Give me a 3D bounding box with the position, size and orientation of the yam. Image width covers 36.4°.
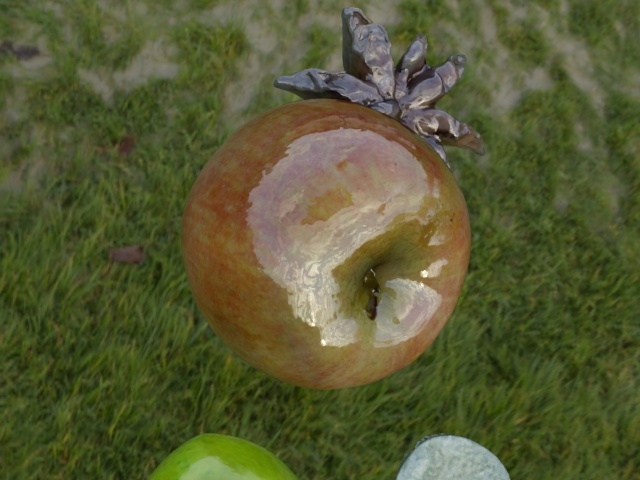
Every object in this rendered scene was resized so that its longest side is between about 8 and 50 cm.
[{"bbox_3d":[0.110,0.213,0.838,0.093,0.259,0.093,-1,78,5],"label":"yam"}]

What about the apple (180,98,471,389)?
[{"bbox_3d":[0.000,0.000,0.649,0.188,0.188,0.174,-23,30,-28],"label":"apple"}]

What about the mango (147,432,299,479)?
[{"bbox_3d":[-0.064,0.257,0.547,0.149,0.185,0.272,6,63,26],"label":"mango"}]

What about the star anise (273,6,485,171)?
[{"bbox_3d":[0.062,-0.113,0.826,0.183,0.065,0.195,-22,85,-25],"label":"star anise"}]
